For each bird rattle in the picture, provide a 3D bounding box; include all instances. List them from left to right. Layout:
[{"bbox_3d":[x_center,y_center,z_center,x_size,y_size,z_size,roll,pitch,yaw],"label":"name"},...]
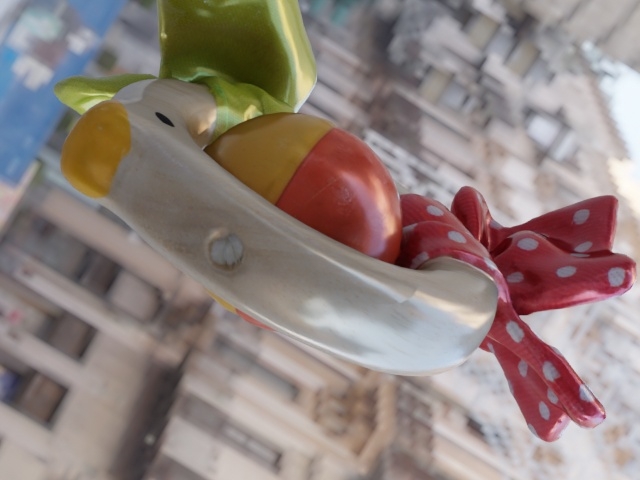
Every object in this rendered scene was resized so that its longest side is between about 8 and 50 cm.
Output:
[{"bbox_3d":[0.000,0.000,0.747,0.143,0.253,0.207,-50,172,19],"label":"bird rattle"}]
